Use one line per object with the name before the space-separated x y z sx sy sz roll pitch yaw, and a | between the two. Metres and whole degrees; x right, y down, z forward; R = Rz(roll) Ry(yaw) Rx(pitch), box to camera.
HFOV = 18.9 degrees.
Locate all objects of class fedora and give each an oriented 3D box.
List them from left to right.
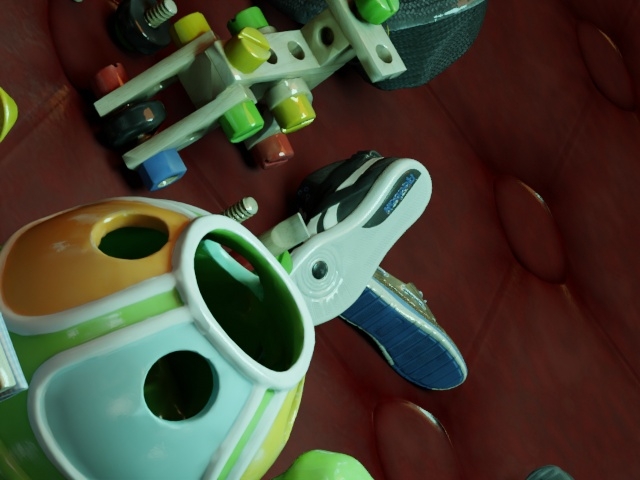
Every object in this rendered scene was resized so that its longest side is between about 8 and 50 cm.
fedora | 0.090 -0.269 2.056 0.334 0.334 0.152 -76 159 -49

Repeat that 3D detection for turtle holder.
turtle holder | -0.115 0.117 1.403 0.320 0.227 0.243 61 30 1

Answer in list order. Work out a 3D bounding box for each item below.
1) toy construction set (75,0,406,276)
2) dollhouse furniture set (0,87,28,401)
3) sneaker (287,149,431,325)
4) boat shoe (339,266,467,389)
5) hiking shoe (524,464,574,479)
toy construction set | -0.042 -0.121 1.701 0.257 0.237 0.309 23 47 -46
dollhouse furniture set | -0.236 0.078 1.183 0.198 0.303 0.286 -11 74 -57
sneaker | 0.000 0.000 1.829 0.217 0.121 0.079 -43 121 -25
boat shoe | 0.081 0.073 1.889 0.183 0.066 0.066 44 33 -26
hiking shoe | 0.256 0.339 1.934 0.114 0.086 0.227 22 52 -65
